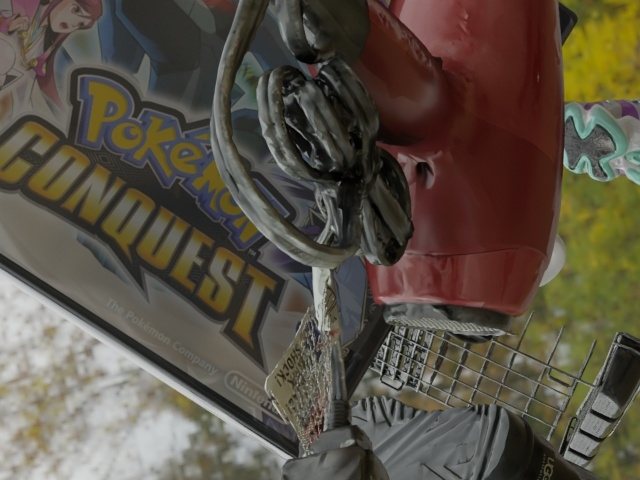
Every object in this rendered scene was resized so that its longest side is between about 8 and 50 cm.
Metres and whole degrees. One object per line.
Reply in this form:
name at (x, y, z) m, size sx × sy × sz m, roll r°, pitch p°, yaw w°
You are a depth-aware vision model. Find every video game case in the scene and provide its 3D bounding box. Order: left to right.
video game case at (-0.056, -0.077, 0.698) m, size 0.275 × 0.248 × 0.035 m, roll 34°, pitch 166°, yaw -8°

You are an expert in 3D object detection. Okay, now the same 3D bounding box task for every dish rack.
dish rack at (0.168, 0.118, 1.506) m, size 0.074 × 0.271 × 0.208 m, roll -61°, pitch -10°, yaw -28°

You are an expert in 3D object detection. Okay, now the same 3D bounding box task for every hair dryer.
hair dryer at (0.042, -0.043, 0.534) m, size 0.293 × 0.080 × 0.224 m, roll -72°, pitch -16°, yaw -46°

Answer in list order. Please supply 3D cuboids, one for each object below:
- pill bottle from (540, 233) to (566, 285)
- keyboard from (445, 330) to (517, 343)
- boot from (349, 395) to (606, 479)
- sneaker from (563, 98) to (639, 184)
pill bottle at (0.121, -0.009, 0.994) m, size 0.043 × 0.043 × 0.083 m, roll 63°, pitch -179°, yaw -38°
keyboard at (0.000, 0.000, 0.966) m, size 0.317 × 0.033 × 0.201 m, roll 14°, pitch -162°, yaw -37°
boot at (0.131, 0.202, 1.183) m, size 0.207 × 0.246 × 0.094 m, roll 36°, pitch -117°, yaw -28°
sneaker at (0.155, -0.058, 0.754) m, size 0.038 × 0.098 × 0.069 m, roll 103°, pitch -171°, yaw -45°
